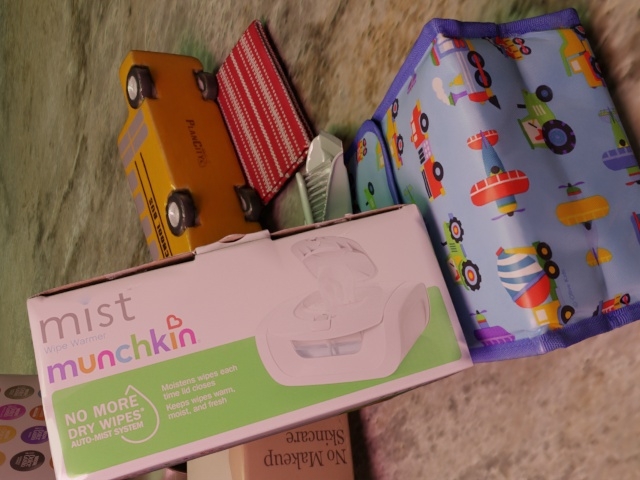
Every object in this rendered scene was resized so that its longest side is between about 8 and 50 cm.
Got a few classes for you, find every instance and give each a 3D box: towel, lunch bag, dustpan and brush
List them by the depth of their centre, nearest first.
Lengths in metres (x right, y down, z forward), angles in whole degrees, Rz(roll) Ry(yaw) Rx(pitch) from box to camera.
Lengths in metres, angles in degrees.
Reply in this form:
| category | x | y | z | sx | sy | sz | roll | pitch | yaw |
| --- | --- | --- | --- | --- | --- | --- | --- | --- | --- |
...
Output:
| category | x | y | z | sx | sy | sz | roll | pitch | yaw |
| --- | --- | --- | --- | --- | --- | --- | --- | --- | --- |
| lunch bag | 0.108 | -0.013 | 0.535 | 0.293 | 0.138 | 0.221 | -37 | 67 | 64 |
| dustpan and brush | 0.000 | 0.000 | 0.654 | 0.147 | 0.060 | 0.211 | -121 | 20 | -73 |
| towel | -0.111 | -0.120 | 0.832 | 0.275 | 0.031 | 0.199 | -43 | 63 | 44 |

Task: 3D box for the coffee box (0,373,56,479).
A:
| category | x | y | z | sx | sy | sz | roll | pitch | yaw |
| --- | --- | --- | --- | --- | --- | --- | --- | --- | --- |
| coffee box | -0.541 | 0.467 | 1.124 | 0.337 | 0.334 | 0.338 | -119 | 36 | -68 |

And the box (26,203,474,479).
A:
| category | x | y | z | sx | sy | sz | roll | pitch | yaw |
| --- | --- | --- | --- | --- | --- | --- | --- | --- | --- |
| box | -0.053 | 0.089 | 0.494 | 0.231 | 0.262 | 0.127 | 115 | 140 | -70 |

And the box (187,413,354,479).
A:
| category | x | y | z | sx | sy | sz | roll | pitch | yaw |
| --- | --- | --- | --- | --- | --- | --- | --- | --- | --- |
| box | -0.056 | 0.218 | 0.677 | 0.121 | 0.148 | 0.311 | -28 | 62 | 46 |

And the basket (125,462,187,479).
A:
| category | x | y | z | sx | sy | sz | roll | pitch | yaw |
| --- | --- | --- | --- | --- | --- | --- | --- | --- | --- |
| basket | -0.236 | 0.402 | 0.954 | 0.204 | 0.154 | 0.227 | -79 | 10 | -74 |

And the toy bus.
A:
| category | x | y | z | sx | sy | sz | roll | pitch | yaw |
| --- | --- | --- | --- | --- | --- | --- | --- | --- | --- |
| toy bus | -0.171 | -0.075 | 0.804 | 0.130 | 0.108 | 0.333 | -40 | 65 | 47 |
